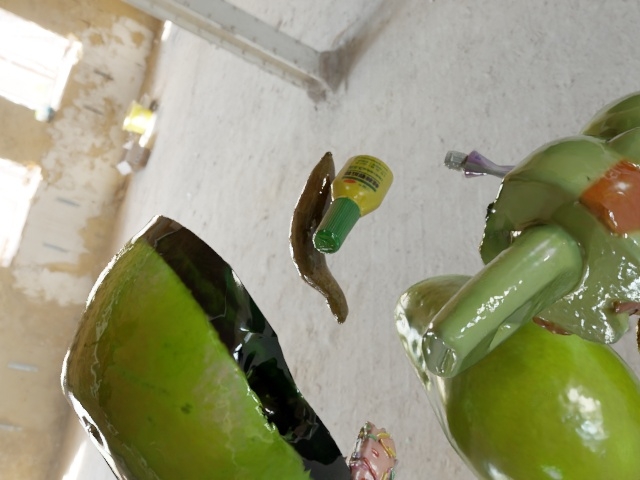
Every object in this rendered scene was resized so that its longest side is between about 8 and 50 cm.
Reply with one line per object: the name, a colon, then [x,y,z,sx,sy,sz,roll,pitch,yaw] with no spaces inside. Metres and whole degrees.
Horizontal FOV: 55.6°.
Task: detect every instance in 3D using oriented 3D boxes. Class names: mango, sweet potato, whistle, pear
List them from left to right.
pear: [-0.149,0.189,0.645,0.399,0.165,0.399,41,150,31]
sweet potato: [-0.006,0.004,1.180,0.079,0.108,0.346,-158,61,-71]
mango: [0.178,0.123,0.540,0.149,0.185,0.273,-62,20,15]
whistle: [0.168,-0.010,0.375,0.106,0.288,0.131,40,149,26]

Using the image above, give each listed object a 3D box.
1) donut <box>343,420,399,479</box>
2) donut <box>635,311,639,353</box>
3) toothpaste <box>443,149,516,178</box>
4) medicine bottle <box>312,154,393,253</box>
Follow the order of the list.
donut: [0.059,0.430,1.023,0.233,0.085,0.199,105,-168,-52]
donut: [0.544,0.124,1.044,0.078,0.181,0.146,-56,-4,-40]
toothpaste: [0.344,-0.097,0.951,0.048,0.301,0.075,86,-153,-45]
medicine bottle: [0.052,-0.064,1.034,0.260,0.095,0.064,-58,-10,-49]
